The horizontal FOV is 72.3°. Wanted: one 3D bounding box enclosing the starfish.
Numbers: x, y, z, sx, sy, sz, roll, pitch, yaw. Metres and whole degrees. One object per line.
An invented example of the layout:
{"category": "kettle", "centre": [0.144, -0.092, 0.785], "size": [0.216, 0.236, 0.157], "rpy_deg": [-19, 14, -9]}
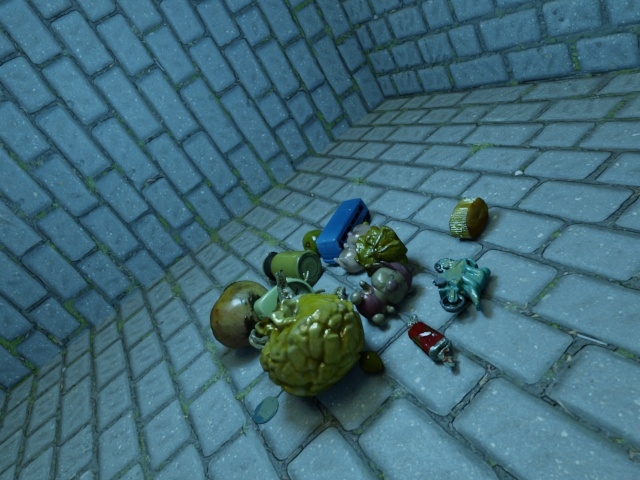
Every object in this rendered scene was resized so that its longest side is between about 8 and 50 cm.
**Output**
{"category": "starfish", "centre": [-0.094, 0.301, 1.805], "size": [0.432, 0.323, 0.082], "rpy_deg": [-62, 6, -30]}

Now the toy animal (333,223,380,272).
{"category": "toy animal", "centre": [0.183, 0.035, 2.052], "size": [0.250, 0.154, 0.166], "rpy_deg": [-61, 23, -14]}

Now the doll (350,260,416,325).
{"category": "doll", "centre": [0.243, 0.190, 1.692], "size": [0.256, 0.196, 0.152], "rpy_deg": [-45, 28, -10]}

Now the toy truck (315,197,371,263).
{"category": "toy truck", "centre": [0.120, -0.049, 2.253], "size": [0.161, 0.162, 0.385], "rpy_deg": [-7, 37, 39]}

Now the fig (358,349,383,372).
{"category": "fig", "centre": [0.177, 0.419, 1.504], "size": [0.087, 0.074, 0.074], "rpy_deg": [19, 52, 29]}

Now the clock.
{"category": "clock", "centre": [-0.116, 0.274, 1.906], "size": [0.308, 0.235, 0.096], "rpy_deg": [-42, 6, -32]}

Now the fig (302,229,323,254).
{"category": "fig", "centre": [-0.011, 0.011, 2.355], "size": [0.148, 0.186, 0.142], "rpy_deg": [47, 111, 34]}

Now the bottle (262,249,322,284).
{"category": "bottle", "centre": [-0.163, 0.137, 2.249], "size": [0.351, 0.172, 0.172], "rpy_deg": [-3, 39, 49]}

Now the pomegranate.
{"category": "pomegranate", "centre": [-0.351, 0.334, 1.986], "size": [0.321, 0.322, 0.322], "rpy_deg": [-25, 27, 14]}

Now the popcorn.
{"category": "popcorn", "centre": [-0.023, 0.363, 1.544], "size": [0.389, 0.344, 0.355], "rpy_deg": [0, 85, 39]}

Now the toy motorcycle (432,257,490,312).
{"category": "toy motorcycle", "centre": [0.510, 0.153, 1.570], "size": [0.198, 0.109, 0.297], "rpy_deg": [-10, 31, 20]}

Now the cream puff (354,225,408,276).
{"category": "cream puff", "centre": [0.253, 0.058, 1.844], "size": [0.196, 0.244, 0.244], "rpy_deg": [-36, 27, -8]}

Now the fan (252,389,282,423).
{"category": "fan", "centre": [-0.184, 0.609, 1.644], "size": [0.175, 0.005, 0.113], "rpy_deg": [-47, 29, -23]}

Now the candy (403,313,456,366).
{"category": "candy", "centre": [0.362, 0.331, 1.461], "size": [0.086, 0.059, 0.292], "rpy_deg": [-38, 26, -7]}

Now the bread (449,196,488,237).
{"category": "bread", "centre": [0.620, -0.096, 1.818], "size": [0.114, 0.132, 0.191], "rpy_deg": [0, 44, 45]}
